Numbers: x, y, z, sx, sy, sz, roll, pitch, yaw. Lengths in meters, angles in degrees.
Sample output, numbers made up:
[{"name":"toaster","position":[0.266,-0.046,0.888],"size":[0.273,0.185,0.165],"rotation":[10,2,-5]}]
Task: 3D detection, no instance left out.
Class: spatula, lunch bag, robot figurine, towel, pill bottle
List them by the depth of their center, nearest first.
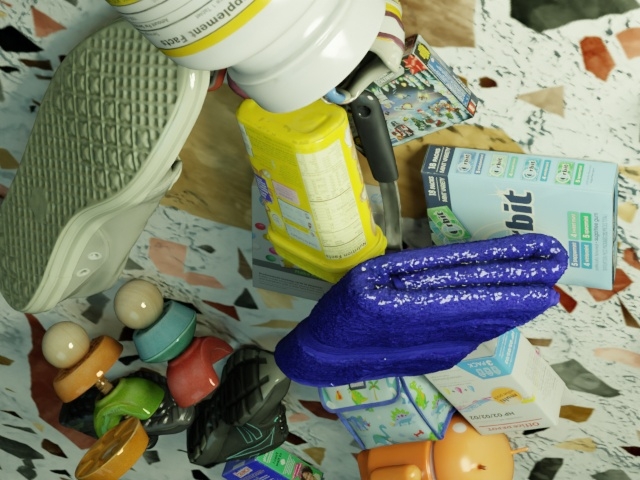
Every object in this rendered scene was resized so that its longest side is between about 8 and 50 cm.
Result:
[{"name":"pill bottle","position":[-0.105,-0.257,1.160],"size":[0.188,0.188,0.334],"rotation":[-18,132,40]},{"name":"spatula","position":[0.066,-0.039,1.457],"size":[0.084,0.030,0.296],"rotation":[2,137,18]},{"name":"towel","position":[0.095,0.082,1.474],"size":[0.228,0.076,0.308],"rotation":[-9,164,-17]},{"name":"lunch bag","position":[0.072,0.167,1.740],"size":[0.129,0.096,0.151],"rotation":[-14,120,40]},{"name":"robot figurine","position":[0.146,0.277,1.816],"size":[0.219,0.128,0.158],"rotation":[-16,134,45]}]

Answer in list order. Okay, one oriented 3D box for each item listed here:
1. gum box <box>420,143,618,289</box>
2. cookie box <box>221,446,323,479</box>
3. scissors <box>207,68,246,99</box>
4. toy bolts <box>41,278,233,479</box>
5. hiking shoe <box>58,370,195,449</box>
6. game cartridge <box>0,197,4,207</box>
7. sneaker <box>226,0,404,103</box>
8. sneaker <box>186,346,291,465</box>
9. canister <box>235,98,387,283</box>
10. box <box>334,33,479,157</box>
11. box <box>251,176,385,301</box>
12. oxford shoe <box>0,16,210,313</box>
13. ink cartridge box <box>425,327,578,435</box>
[{"name":"gum box","position":[0.200,-0.022,1.466],"size":[0.184,0.041,0.157],"rotation":[6,144,16]},{"name":"cookie box","position":[-0.067,0.323,2.048],"size":[0.107,0.040,0.092],"rotation":[33,142,-21]},{"name":"scissors","position":[-0.046,-0.214,1.334],"size":[0.109,0.021,0.297],"rotation":[24,145,-8]},{"name":"toy bolts","position":[-0.243,0.157,1.783],"size":[0.228,0.218,0.158],"rotation":[-35,106,21]},{"name":"hiking shoe","position":[-0.239,0.234,1.985],"size":[0.227,0.086,0.114],"rotation":[-3,151,39]},{"name":"game cartridge","position":[-0.514,-0.029,1.763],"size":[0.294,0.060,0.196],"rotation":[22,141,-5]},{"name":"sneaker","position":[-0.009,-0.154,1.318],"size":[0.185,0.083,0.069],"rotation":[-22,143,32]},{"name":"sneaker","position":[-0.084,0.211,1.883],"size":[0.106,0.101,0.267],"rotation":[9,150,-22]},{"name":"canister","position":[-0.010,-0.055,1.415],"size":[0.126,0.073,0.170],"rotation":[27,145,41]},{"name":"box","position":[0.066,-0.133,1.388],"size":[0.137,0.027,0.094],"rotation":[-19,130,41]},{"name":"box","position":[0.000,0.000,1.588],"size":[0.145,0.038,0.186],"rotation":[13,143,6]},{"name":"oxford shoe","position":[-0.212,-0.077,1.514],"size":[0.130,0.169,0.449],"rotation":[-10,152,-37]},{"name":"ink cartridge box","position":[0.207,0.167,1.699],"size":[0.104,0.061,0.181],"rotation":[-13,135,37]}]
